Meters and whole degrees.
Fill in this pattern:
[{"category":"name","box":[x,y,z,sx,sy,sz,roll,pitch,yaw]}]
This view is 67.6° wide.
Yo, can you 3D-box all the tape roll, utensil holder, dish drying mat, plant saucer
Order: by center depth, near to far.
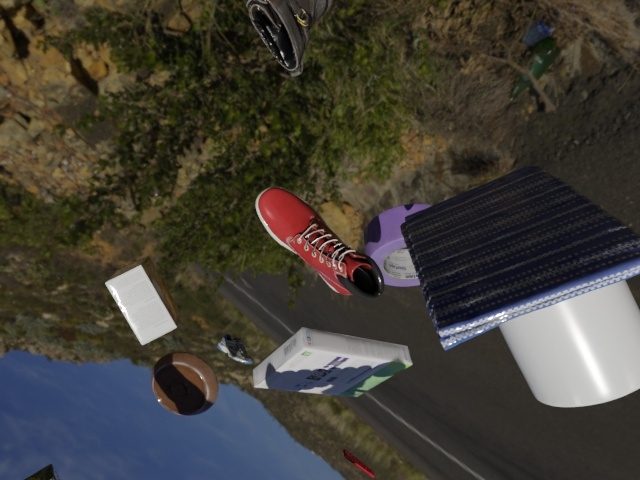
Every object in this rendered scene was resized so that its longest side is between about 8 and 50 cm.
[{"category":"tape roll","box":[0.185,0.014,0.978,0.189,0.189,0.080,59,-158,-52]},{"category":"dish drying mat","box":[0.085,0.498,1.068,0.083,0.008,0.032,38,-178,-7]},{"category":"plant saucer","box":[-0.324,0.343,1.121,0.168,0.168,0.029,45,-165,-5]},{"category":"utensil holder","box":[0.595,0.165,1.190,0.327,0.328,0.385,141,106,-78]}]

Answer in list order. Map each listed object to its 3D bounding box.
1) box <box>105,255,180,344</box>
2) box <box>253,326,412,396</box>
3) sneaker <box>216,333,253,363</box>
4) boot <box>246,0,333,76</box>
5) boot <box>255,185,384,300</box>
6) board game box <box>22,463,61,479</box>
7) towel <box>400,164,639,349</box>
[{"category":"box","box":[-0.420,0.139,1.146,0.170,0.091,0.130,65,171,-14]},{"category":"box","box":[0.030,0.308,1.172,0.322,0.232,0.058,18,-134,-30]},{"category":"sneaker","box":[-0.245,0.314,1.393,0.135,0.058,0.052,22,171,32]},{"category":"boot","box":[-0.065,-0.437,0.790,0.091,0.229,0.263,-9,132,32]},{"category":"boot","box":[0.000,0.000,0.780,0.244,0.088,0.176,44,171,-10]},{"category":"board game box","box":[-0.334,0.321,0.404,0.030,0.260,0.136,13,125,57]},{"category":"towel","box":[0.241,0.000,0.645,0.040,0.243,0.336,61,-167,-21]}]
